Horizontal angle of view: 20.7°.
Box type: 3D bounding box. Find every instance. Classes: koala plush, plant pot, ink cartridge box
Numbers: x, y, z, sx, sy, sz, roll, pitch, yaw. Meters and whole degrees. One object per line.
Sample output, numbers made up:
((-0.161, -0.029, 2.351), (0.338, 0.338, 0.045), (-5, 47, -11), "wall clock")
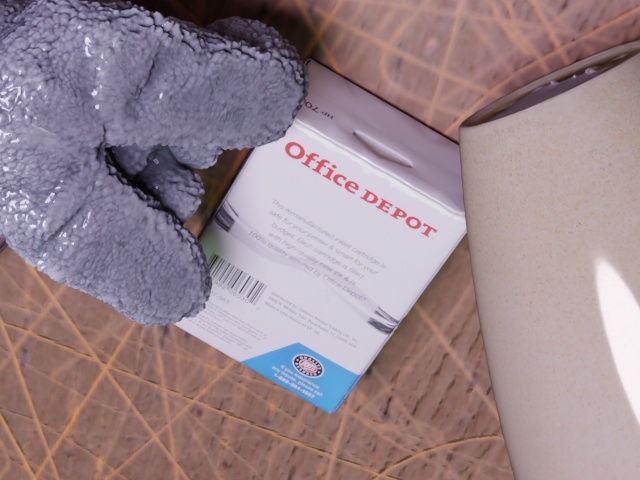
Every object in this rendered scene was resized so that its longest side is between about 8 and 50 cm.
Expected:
((-0.163, -0.088, 1.047), (0.203, 0.221, 0.196), (21, 100, -45), "koala plush")
((0.193, 0.031, 1.034), (0.256, 0.256, 0.274), (-22, 99, 26), "plant pot")
((0.000, 0.000, 1.143), (0.140, 0.082, 0.190), (30, 124, -5), "ink cartridge box")

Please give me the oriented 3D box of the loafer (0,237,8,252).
((-0.297, 0.008, 1.220), (0.302, 0.095, 0.109), (-30, 111, 30), "loafer")
